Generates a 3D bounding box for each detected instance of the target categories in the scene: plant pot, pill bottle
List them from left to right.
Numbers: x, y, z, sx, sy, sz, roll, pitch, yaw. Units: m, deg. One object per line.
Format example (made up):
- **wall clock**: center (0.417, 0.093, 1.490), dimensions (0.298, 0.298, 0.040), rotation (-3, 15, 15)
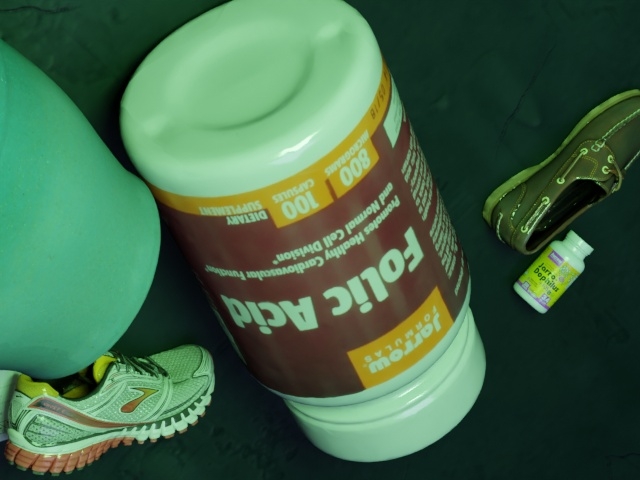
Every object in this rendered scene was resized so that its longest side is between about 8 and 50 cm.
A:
- **plant pot**: center (-0.267, -0.019, 1.472), dimensions (0.255, 0.271, 0.272), rotation (32, 101, -42)
- **pill bottle**: center (0.000, 0.000, 1.681), dimensions (0.224, 0.224, 0.392), rotation (-33, 132, -8)
- **pill bottle**: center (0.235, 0.030, 1.969), dimensions (0.083, 0.043, 0.043), rotation (-49, 132, 6)

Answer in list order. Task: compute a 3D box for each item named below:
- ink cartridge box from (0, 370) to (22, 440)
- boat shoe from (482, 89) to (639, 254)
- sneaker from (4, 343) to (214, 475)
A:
- **ink cartridge box**: center (-0.349, 0.100, 1.655), dimensions (0.206, 0.045, 0.208), rotation (-15, 128, -23)
- **boat shoe**: center (0.257, -0.062, 1.902), dimensions (0.207, 0.073, 0.073), rotation (-41, 132, -3)
- **sneaker**: center (-0.179, 0.132, 1.733), dimensions (0.225, 0.088, 0.093), rotation (-20, 120, -45)
